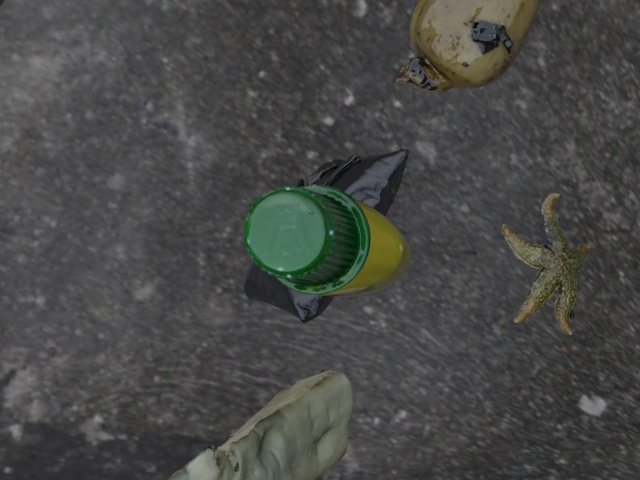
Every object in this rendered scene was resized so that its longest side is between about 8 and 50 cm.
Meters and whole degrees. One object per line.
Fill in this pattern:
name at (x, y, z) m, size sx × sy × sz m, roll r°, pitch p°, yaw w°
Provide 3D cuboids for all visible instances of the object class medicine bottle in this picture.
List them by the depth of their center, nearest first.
medicine bottle at (0.000, 0.000, 0.853) m, size 0.111 × 0.309 × 0.076 m, roll 4°, pitch 87°, yaw 8°

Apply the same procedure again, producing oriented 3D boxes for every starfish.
starfish at (0.325, 0.027, 1.790) m, size 0.053 × 0.176 × 0.208 m, roll -30°, pitch 37°, yaw 55°

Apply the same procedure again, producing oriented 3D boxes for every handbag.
handbag at (0.003, -0.011, 1.382) m, size 0.088 × 0.254 × 0.211 m, roll 34°, pitch 83°, yaw -14°

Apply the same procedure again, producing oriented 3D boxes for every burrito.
burrito at (-0.093, 0.316, 1.743) m, size 0.190 × 0.332 × 0.135 m, roll -32°, pitch 87°, yaw 41°

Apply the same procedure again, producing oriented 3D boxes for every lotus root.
lotus root at (0.200, -0.284, 1.557) m, size 0.257 × 0.140 × 0.154 m, roll -58°, pitch 23°, yaw 15°

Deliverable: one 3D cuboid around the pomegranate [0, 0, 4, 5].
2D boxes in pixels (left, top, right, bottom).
pomegranate at (-0.291, -0.250, 0.840) m, size 0.263 × 0.211 × 0.211 m, roll -51°, pitch 54°, yaw 42°
